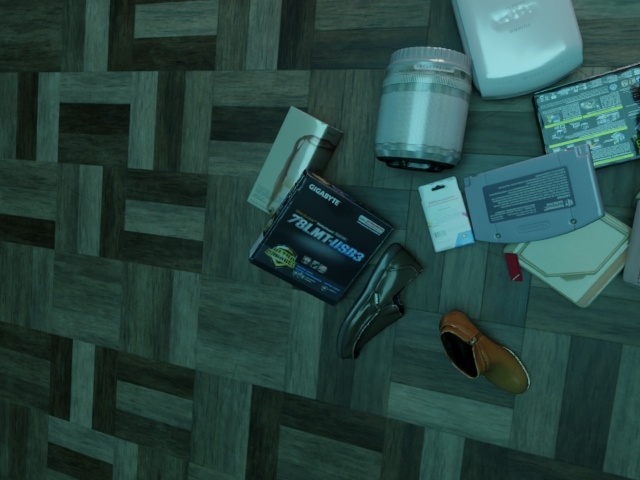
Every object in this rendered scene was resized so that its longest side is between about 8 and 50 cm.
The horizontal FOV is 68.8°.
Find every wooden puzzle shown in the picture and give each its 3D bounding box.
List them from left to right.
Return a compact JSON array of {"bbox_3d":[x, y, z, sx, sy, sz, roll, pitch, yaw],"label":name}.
[{"bbox_3d":[0.620,0.013,1.160,0.239,0.044,0.220,39,106,19],"label":"wooden puzzle"}]

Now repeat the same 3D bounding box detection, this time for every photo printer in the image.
[{"bbox_3d":[0.478,-0.512,1.140,0.256,0.107,0.307,-14,88,21],"label":"photo printer"}]

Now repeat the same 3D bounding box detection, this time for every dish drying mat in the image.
[{"bbox_3d":[0.497,0.069,1.200,0.032,0.008,0.083,5,125,47],"label":"dish drying mat"}]

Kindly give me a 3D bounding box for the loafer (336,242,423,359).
[{"bbox_3d":[0.163,0.189,1.288,0.130,0.134,0.365,30,103,17],"label":"loafer"}]

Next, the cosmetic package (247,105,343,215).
[{"bbox_3d":[-0.071,-0.213,1.344,0.129,0.153,0.296,30,105,15],"label":"cosmetic package"}]

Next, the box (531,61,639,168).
[{"bbox_3d":[0.669,-0.281,1.110,0.270,0.060,0.216,-13,89,21],"label":"box"}]

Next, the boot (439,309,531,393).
[{"bbox_3d":[0.406,0.296,1.158,0.109,0.220,0.283,-41,79,18],"label":"boot"}]

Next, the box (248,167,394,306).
[{"bbox_3d":[0.000,0.000,1.297,0.296,0.073,0.293,31,107,-19],"label":"box"}]

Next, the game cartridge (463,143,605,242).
[{"bbox_3d":[0.511,-0.097,1.140,0.297,0.062,0.197,-13,91,40],"label":"game cartridge"}]

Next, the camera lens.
[{"bbox_3d":[0.256,-0.316,1.176,0.220,0.219,0.273,10,97,20],"label":"camera lens"}]

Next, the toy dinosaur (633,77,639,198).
[{"bbox_3d":[0.734,-0.224,1.002,0.064,0.118,0.267,-2,95,-8],"label":"toy dinosaur"}]

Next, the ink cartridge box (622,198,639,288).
[{"bbox_3d":[0.837,0.023,1.008,0.279,0.117,0.201,7,96,7],"label":"ink cartridge box"}]

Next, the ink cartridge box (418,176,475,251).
[{"bbox_3d":[0.336,-0.069,1.246,0.105,0.062,0.181,-16,88,21],"label":"ink cartridge box"}]
